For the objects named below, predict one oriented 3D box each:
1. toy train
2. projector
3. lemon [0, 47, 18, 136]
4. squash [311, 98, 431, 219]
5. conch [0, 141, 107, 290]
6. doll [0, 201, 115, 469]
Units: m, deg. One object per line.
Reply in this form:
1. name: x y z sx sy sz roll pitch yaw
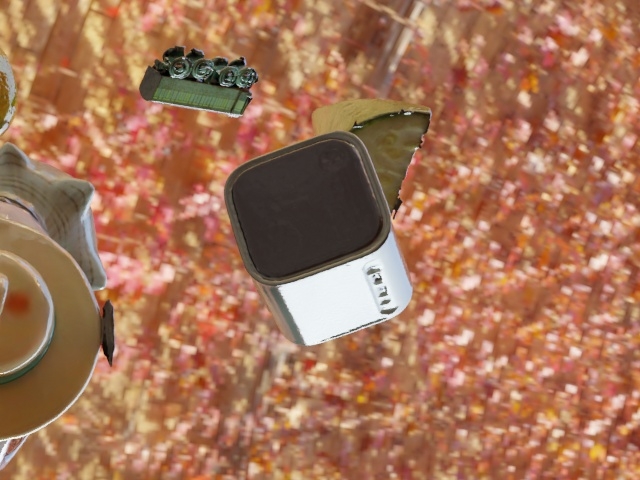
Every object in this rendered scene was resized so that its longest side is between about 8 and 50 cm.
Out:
1. toy train: -0.133 -0.178 1.539 0.071 0.148 0.038 -56 -127 25
2. projector: 0.000 0.000 0.769 0.083 0.082 0.083 -20 -120 2
3. lemon: -0.312 -0.138 1.227 0.082 0.082 0.111 -12 -95 38
4. squash: 0.047 -0.140 1.719 0.289 0.111 0.203 -92 -161 -61
5. conch: -0.209 0.003 1.025 0.114 0.234 0.137 -8 -100 21
6. doll: -0.217 0.107 0.838 0.208 0.144 0.271 -104 -148 -69
